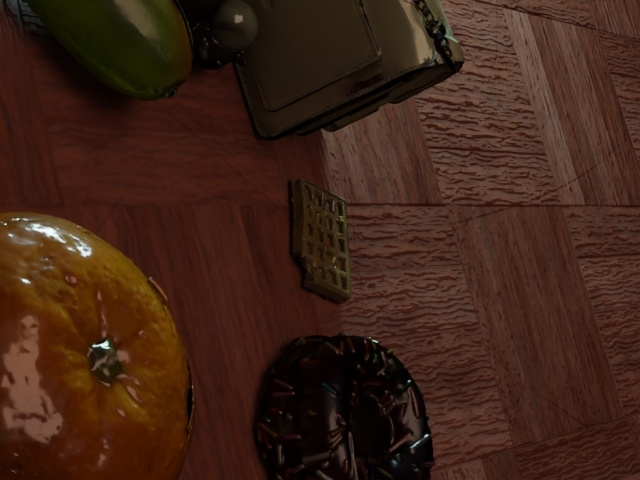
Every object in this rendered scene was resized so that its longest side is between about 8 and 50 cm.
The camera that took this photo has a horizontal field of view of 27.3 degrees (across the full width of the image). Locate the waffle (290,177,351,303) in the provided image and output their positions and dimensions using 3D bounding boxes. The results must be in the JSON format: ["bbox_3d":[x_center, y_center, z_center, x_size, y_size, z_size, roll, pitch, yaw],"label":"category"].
[{"bbox_3d":[0.000,0.000,1.522,0.092,0.021,0.135,27,51,-43],"label":"waffle"}]

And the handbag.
[{"bbox_3d":[0.003,-0.320,1.510,0.160,0.236,0.359,-13,83,-51],"label":"handbag"}]

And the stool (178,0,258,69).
[{"bbox_3d":[-0.134,-0.273,1.411,0.217,0.121,0.125,47,28,-23],"label":"stool"}]

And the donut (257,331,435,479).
[{"bbox_3d":[0.038,0.207,1.407,0.235,0.089,0.235,28,52,-43],"label":"donut"}]

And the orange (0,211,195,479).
[{"bbox_3d":[-0.232,0.118,0.993,0.284,0.226,0.284,30,46,-37],"label":"orange"}]

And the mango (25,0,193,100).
[{"bbox_3d":[-0.218,-0.236,1.297,0.233,0.111,0.125,42,18,-12],"label":"mango"}]
